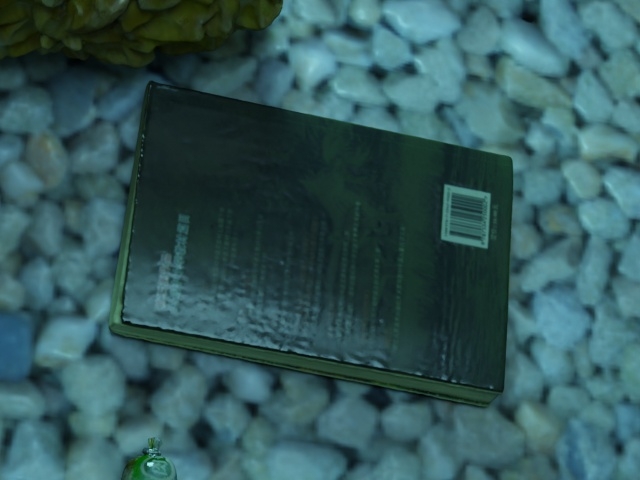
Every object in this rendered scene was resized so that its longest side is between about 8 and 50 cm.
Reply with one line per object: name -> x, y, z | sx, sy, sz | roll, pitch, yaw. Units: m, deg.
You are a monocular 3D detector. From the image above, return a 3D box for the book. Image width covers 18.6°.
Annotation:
book -> 0.000, 0.000, 1.136 | 0.228, 0.024, 0.160 | 11, 65, -11

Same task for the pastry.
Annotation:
pastry -> -0.134, -0.175, 1.126 | 0.250, 0.102, 0.154 | -7, 67, -20

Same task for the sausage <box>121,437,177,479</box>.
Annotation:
sausage -> -0.099, 0.231, 1.008 | 0.032, 0.033, 0.269 | 9, 66, -12
